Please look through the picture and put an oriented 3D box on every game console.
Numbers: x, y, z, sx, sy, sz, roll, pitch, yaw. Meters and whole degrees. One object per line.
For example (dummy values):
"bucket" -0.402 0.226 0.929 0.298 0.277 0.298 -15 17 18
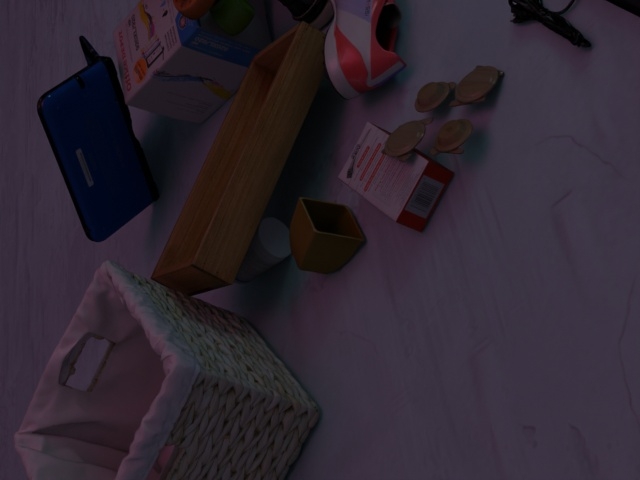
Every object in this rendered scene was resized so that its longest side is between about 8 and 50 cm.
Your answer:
"game console" -0.418 -0.185 2.167 0.173 0.293 0.250 10 39 37

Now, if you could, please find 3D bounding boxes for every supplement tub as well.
"supplement tub" -0.100 0.017 1.832 0.107 0.071 0.071 -31 49 41

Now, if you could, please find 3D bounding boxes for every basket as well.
"basket" -0.221 0.261 1.698 0.328 0.266 0.331 -62 34 10

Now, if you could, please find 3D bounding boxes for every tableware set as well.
"tableware set" 0.160 -0.166 1.576 0.141 0.020 0.169 2 53 47

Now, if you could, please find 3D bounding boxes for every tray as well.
"tray" -0.115 -0.118 1.825 0.203 0.076 0.411 -18 45 64

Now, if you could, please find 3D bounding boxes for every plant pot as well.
"plant pot" 0.000 0.000 1.702 0.083 0.081 0.081 -63 33 31

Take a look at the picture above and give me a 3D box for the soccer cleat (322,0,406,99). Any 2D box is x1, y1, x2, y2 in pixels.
"soccer cleat" 0.068 -0.358 1.789 0.116 0.108 0.318 -17 56 27

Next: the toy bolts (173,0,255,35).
"toy bolts" -0.165 -0.481 1.909 0.218 0.158 0.229 -41 48 32

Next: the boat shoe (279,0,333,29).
"boat shoe" -0.049 -0.500 1.997 0.127 0.113 0.340 -33 48 40

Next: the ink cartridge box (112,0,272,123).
"ink cartridge box" -0.224 -0.344 2.092 0.232 0.168 0.171 -38 54 38

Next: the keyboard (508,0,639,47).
"keyboard" 0.325 -0.332 1.467 0.202 0.033 0.317 -60 34 14

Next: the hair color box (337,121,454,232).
"hair color box" 0.100 -0.088 1.629 0.093 0.053 0.167 -62 36 10
